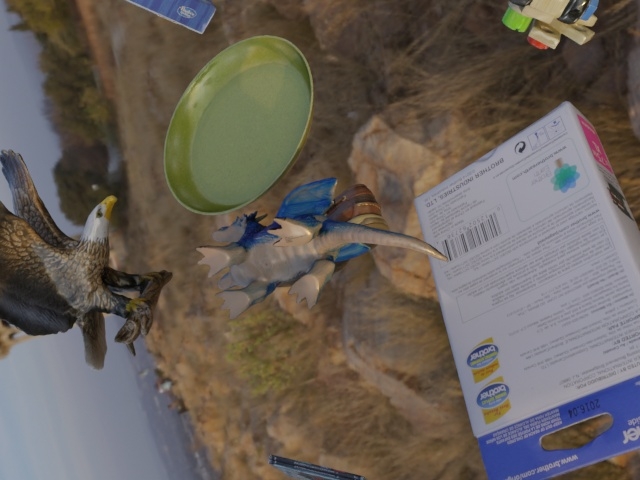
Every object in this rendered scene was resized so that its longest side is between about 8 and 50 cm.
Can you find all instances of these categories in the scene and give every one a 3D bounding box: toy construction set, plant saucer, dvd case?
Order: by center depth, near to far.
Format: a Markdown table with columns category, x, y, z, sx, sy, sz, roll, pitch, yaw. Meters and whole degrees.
| category | x | y | z | sx | sy | sz | roll | pitch | yaw |
| --- | --- | --- | --- | --- | --- | --- | --- | --- | --- |
| toy construction set | 0.261 | -0.339 | 0.769 | 0.215 | 0.151 | 0.328 | -87 | 3 | -51 |
| dvd case | 0.005 | 0.287 | 0.910 | 0.087 | 0.119 | 0.013 | 60 | -137 | -58 |
| plant saucer | -0.097 | -0.139 | 0.934 | 0.037 | 0.241 | 0.241 | 29 | -156 | -49 |

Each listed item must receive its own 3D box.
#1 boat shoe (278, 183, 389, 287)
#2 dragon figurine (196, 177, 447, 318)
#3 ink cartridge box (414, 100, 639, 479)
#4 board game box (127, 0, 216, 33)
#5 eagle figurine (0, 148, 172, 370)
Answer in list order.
| category | x | y | z | sx | sy | sz | roll | pitch | yaw |
| --- | --- | --- | --- | --- | --- | --- | --- | --- | --- |
| boat shoe | 0.000 | 0.000 | 0.802 | 0.178 | 0.064 | 0.060 | -33 | 60 | 40 |
| dragon figurine | -0.013 | -0.001 | 0.692 | 0.289 | 0.144 | 0.085 | -18 | 104 | 33 |
| ink cartridge box | 0.199 | 0.050 | 0.666 | 0.186 | 0.065 | 0.311 | -33 | 49 | 33 |
| board game box | -0.111 | -0.162 | 0.420 | 0.020 | 0.090 | 0.090 | -52 | 45 | 25 |
| eagle figurine | -0.353 | 0.023 | 1.015 | 0.226 | 0.298 | 0.225 | -43 | 24 | 63 |
